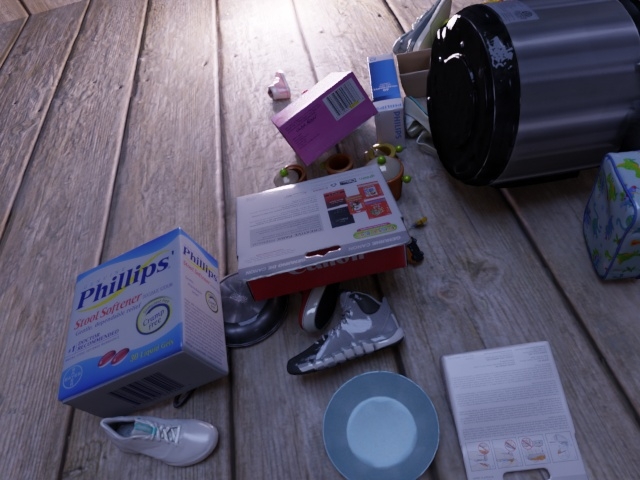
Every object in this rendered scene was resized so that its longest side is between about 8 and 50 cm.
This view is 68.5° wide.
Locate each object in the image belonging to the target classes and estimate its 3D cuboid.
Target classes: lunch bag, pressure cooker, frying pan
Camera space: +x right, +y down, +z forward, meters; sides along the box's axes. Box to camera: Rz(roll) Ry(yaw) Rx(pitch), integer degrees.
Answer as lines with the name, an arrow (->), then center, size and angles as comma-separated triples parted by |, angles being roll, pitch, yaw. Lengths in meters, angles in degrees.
lunch bag -> 0.555, -0.046, 0.857 | 0.090, 0.218, 0.175 | -4, 50, 10
pressure cooker -> 0.474, -0.311, 0.978 | 0.421, 0.375, 0.369 | -10, 86, -6
frying pan -> -0.216, 0.172, 0.996 | 0.326, 0.053, 0.197 | -36, 50, -18

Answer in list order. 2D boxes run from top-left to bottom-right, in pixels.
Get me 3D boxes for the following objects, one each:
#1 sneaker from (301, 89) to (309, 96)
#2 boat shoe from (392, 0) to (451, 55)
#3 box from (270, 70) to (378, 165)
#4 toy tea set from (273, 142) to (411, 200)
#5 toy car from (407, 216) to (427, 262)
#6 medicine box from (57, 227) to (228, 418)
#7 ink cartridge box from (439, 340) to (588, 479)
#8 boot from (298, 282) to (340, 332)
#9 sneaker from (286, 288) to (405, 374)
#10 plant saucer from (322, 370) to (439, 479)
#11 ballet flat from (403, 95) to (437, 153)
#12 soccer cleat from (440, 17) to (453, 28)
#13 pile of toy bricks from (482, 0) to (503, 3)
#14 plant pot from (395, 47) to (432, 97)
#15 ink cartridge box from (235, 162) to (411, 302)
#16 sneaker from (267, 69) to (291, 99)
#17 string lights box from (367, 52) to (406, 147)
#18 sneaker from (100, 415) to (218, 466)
sneaker -> 0.030, -0.388, 1.352 | 0.209, 0.094, 0.081 | 10, 54, 20
boat shoe -> 0.334, -0.692, 1.508 | 0.099, 0.116, 0.319 | 21, 65, 24
box -> 0.000, -0.315, 1.191 | 0.214, 0.117, 0.243 | -37, 20, 4
toy tea set -> 0.050, -0.166, 1.146 | 0.337, 0.124, 0.199 | -15, 50, 3
toy car -> 0.211, 0.003, 1.038 | 0.041, 0.060, 0.122 | -33, 10, 47
medicine box -> -0.344, 0.163, 0.935 | 0.264, 0.149, 0.289 | -24, 50, 9
ink cartridge box -> 0.309, 0.290, 0.773 | 0.181, 0.056, 0.224 | -10, 69, 6
boot -> -0.051, 0.086, 0.997 | 0.177, 0.088, 0.244 | 2, 44, 16
sneaker -> 0.033, 0.164, 0.886 | 0.229, 0.086, 0.132 | -16, 75, -10
plant saucer -> 0.101, 0.320, 0.796 | 0.195, 0.037, 0.194 | -7, 50, 8
ballet flat -> 0.271, -0.292, 1.228 | 0.086, 0.086, 0.248 | -28, 51, -9
soccer cleat -> 0.383, -0.585, 1.416 | 0.121, 0.093, 0.288 | 1, 53, 0
pile of toy bricks -> 0.640, -0.818, 1.519 | 0.213, 0.117, 0.105 | -5, 31, 11
plant pot -> 0.280, -0.475, 1.356 | 0.109, 0.096, 0.108 | -7, 51, 10
ink cartridge box -> 0.000, 0.000, 0.916 | 0.310, 0.129, 0.271 | -13, 38, 1
sneaker -> -0.144, -0.501, 1.516 | 0.070, 0.050, 0.134 | -17, 54, -6
string lights box -> 0.179, -0.380, 1.280 | 0.077, 0.133, 0.259 | -7, 50, 8
sneaker -> -0.292, 0.347, 0.838 | 0.213, 0.094, 0.080 | -2, 50, 12
